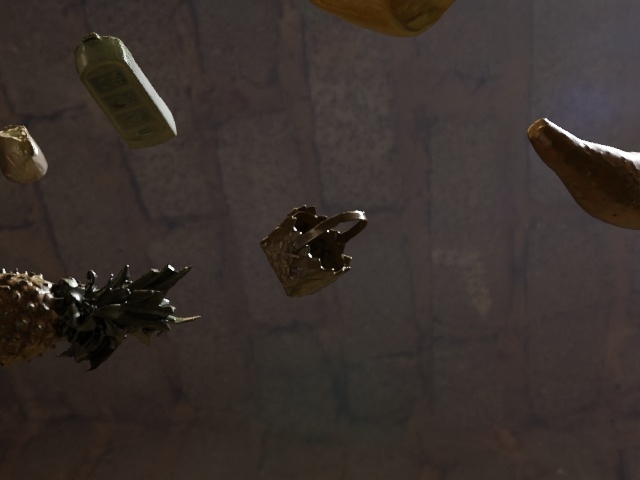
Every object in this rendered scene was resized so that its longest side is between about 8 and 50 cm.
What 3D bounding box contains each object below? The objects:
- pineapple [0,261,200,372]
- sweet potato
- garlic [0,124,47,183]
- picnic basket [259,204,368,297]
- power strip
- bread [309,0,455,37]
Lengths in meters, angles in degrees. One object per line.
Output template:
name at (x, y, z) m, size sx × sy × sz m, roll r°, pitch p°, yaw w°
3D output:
pineapple at (-0.370, 0.118, 1.385) m, size 0.165 × 0.365 × 0.165 m, roll 179°, pitch -90°, yaw -69°
sweet potato at (0.289, -0.035, 0.747) m, size 0.314 × 0.072 × 0.066 m, roll 12°, pitch 69°, yaw -35°
garlic at (-0.584, -0.160, 1.763) m, size 0.195 × 0.087 × 0.101 m, roll 38°, pitch -37°, yaw 60°
picnic basket at (0.000, 0.000, 1.523) m, size 0.128 × 0.178 × 0.137 m, roll -10°, pitch 66°, yaw -54°
power strip at (-0.280, -0.210, 1.304) m, size 0.286 × 0.080 × 0.048 m, roll 71°, pitch -1°, yaw -70°
bread at (0.087, -0.517, 1.429) m, size 0.361 × 0.250 × 0.394 m, roll 48°, pitch -10°, yaw -35°
